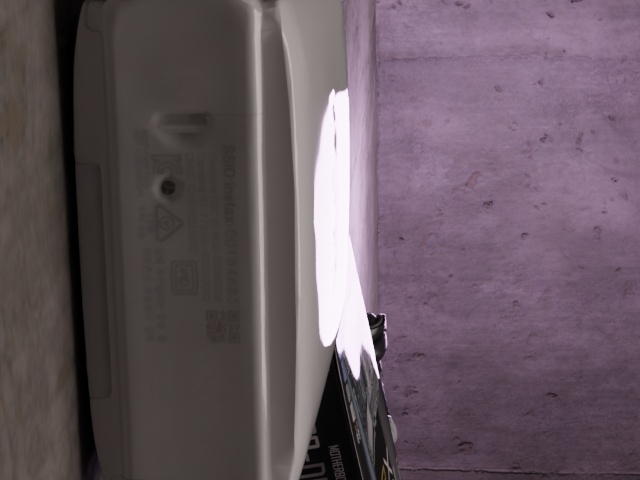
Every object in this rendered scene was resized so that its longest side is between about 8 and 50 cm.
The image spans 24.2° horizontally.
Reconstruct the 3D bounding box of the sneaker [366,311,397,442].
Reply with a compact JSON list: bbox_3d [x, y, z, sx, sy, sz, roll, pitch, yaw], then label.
[{"bbox_3d":[0.043,0.165,1.800,0.268,0.101,0.153,59,34,-75],"label":"sneaker"}]

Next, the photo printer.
[{"bbox_3d":[-0.044,-0.027,0.793,0.307,0.107,0.256,-69,159,-75],"label":"photo printer"}]

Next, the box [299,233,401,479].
[{"bbox_3d":[0.013,0.174,1.341,0.242,0.077,0.307,-73,151,-72],"label":"box"}]
